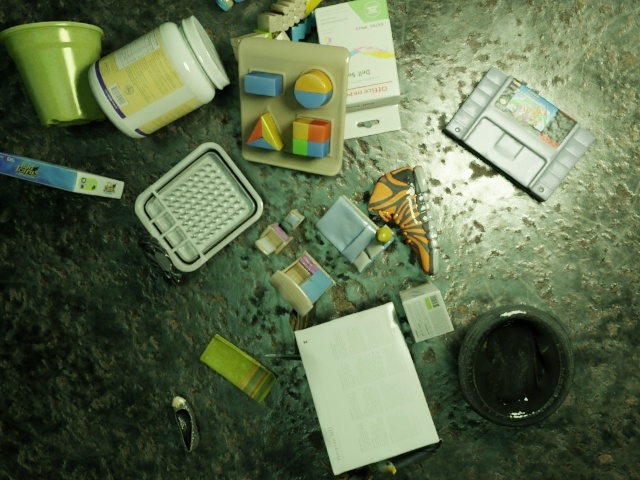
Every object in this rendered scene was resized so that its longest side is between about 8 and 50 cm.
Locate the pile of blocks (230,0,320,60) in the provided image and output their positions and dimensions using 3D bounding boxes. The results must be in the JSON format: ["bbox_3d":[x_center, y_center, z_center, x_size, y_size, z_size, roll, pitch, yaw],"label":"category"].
[{"bbox_3d":[-0.119,-0.632,1.417,0.362,0.149,0.112,-44,43,-4],"label":"pile of blocks"}]

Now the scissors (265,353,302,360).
[{"bbox_3d":[-0.006,0.336,1.395,0.297,0.021,0.109,17,123,-11],"label":"scissors"}]

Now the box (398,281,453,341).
[{"bbox_3d":[0.286,0.192,1.323,0.103,0.203,0.114,-20,91,7],"label":"box"}]

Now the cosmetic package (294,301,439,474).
[{"bbox_3d":[0.116,0.390,1.296,0.284,0.097,0.377,-16,75,-4],"label":"cosmetic package"}]

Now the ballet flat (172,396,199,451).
[{"bbox_3d":[-0.417,0.566,1.482,0.057,0.049,0.173,-21,89,5],"label":"ballet flat"}]

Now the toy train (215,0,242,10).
[{"bbox_3d":[-0.294,-0.826,1.428,0.143,0.105,0.248,-33,87,19],"label":"toy train"}]

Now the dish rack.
[{"bbox_3d":[-0.362,-0.099,1.454,0.333,0.072,0.285,-38,86,6],"label":"dish rack"}]

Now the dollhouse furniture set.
[{"bbox_3d":[0.000,0.000,1.309,0.286,0.198,0.303,46,115,4],"label":"dollhouse furniture set"}]

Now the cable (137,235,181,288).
[{"bbox_3d":[-0.483,0.061,1.441,0.047,0.150,0.184,-39,83,-25],"label":"cable"}]

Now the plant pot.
[{"bbox_3d":[-0.757,-0.474,1.413,0.276,0.276,0.254,-9,101,6],"label":"plant pot"}]

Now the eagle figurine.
[{"bbox_3d":[0.175,0.609,1.375,0.298,0.225,0.226,-42,131,-23],"label":"eagle figurine"}]

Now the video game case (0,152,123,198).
[{"bbox_3d":[-0.768,-0.190,1.409,0.269,0.244,0.061,14,91,5],"label":"video game case"}]

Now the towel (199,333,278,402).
[{"bbox_3d":[-0.254,0.395,1.476,0.237,0.021,0.102,34,93,5],"label":"towel"}]

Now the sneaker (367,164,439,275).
[{"bbox_3d":[0.235,-0.046,1.379,0.180,0.124,0.321,-11,79,10],"label":"sneaker"}]

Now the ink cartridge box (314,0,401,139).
[{"bbox_3d":[0.113,-0.486,1.372,0.207,0.119,0.354,-9,91,7],"label":"ink cartridge box"}]

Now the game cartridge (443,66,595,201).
[{"bbox_3d":[0.563,-0.305,1.360,0.355,0.068,0.230,37,99,4],"label":"game cartridge"}]

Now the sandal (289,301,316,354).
[{"bbox_3d":[-0.061,0.242,1.433,0.060,0.090,0.219,9,99,28],"label":"sandal"}]

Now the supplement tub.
[{"bbox_3d":[-0.455,-0.467,1.373,0.331,0.241,0.241,-26,88,6],"label":"supplement tub"}]

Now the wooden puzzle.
[{"bbox_3d":[-0.090,-0.365,1.331,0.322,0.080,0.348,13,119,16],"label":"wooden puzzle"}]

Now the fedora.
[{"bbox_3d":[0.523,0.331,1.325,0.334,0.152,0.334,0,94,6],"label":"fedora"}]
